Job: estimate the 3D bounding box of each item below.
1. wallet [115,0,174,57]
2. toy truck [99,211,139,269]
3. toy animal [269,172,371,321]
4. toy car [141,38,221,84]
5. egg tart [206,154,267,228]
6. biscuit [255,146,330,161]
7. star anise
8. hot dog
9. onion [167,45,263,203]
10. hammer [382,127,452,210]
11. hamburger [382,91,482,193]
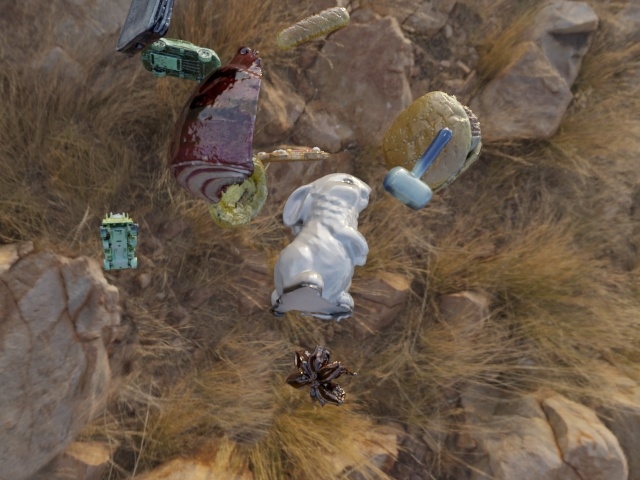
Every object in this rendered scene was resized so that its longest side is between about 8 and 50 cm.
[{"bbox_3d":[-0.300,-0.445,0.855,0.036,0.167,0.222,18,82,-40],"label":"wallet"},{"bbox_3d":[-0.752,-0.004,1.791,0.128,0.260,0.135,-4,45,-22],"label":"toy truck"},{"bbox_3d":[0.000,0.000,1.141,0.194,0.257,0.358,45,46,-48],"label":"toy animal"},{"bbox_3d":[-0.540,-0.715,1.874,0.305,0.136,0.125,7,52,-11],"label":"toy car"},{"bbox_3d":[-0.300,-0.177,1.637,0.118,0.288,0.288,28,67,26],"label":"egg tart"},{"bbox_3d":[-0.095,-0.329,1.835,0.339,0.215,0.047,-12,102,-44],"label":"biscuit"},{"bbox_3d":[0.000,0.436,1.513,0.220,0.125,0.190,32,99,28],"label":"star anise"},{"bbox_3d":[-0.026,-0.754,1.687,0.285,0.061,0.088,-32,85,-9],"label":"hot dog"},{"bbox_3d":[-0.212,-0.224,0.917,0.146,0.314,0.280,6,75,-21],"label":"onion"},{"bbox_3d":[0.235,-0.169,1.081,0.116,0.069,0.194,34,100,-7],"label":"hammer"},{"bbox_3d":[0.315,-0.279,1.375,0.144,0.283,0.260,11,40,-48],"label":"hamburger"}]
